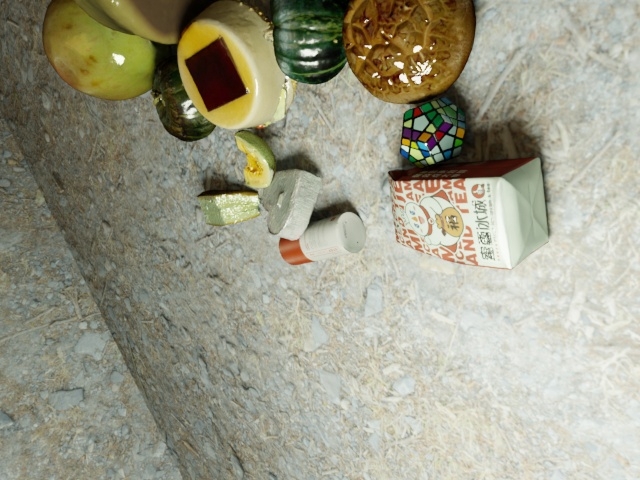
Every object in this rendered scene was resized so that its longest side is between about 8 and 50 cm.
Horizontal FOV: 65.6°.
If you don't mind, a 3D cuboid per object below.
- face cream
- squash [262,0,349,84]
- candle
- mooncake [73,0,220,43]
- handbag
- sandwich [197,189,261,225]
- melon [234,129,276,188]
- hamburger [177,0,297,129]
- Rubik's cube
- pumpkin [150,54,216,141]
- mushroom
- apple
[{"bbox_3d":[0.000,0.000,1.198,0.214,0.096,0.095,-15,94,46],"label":"face cream"},{"bbox_3d":[-0.021,-0.423,0.995,0.218,0.173,0.218,178,90,-70],"label":"squash"},{"bbox_3d":[-0.071,-0.105,1.203,0.168,0.068,0.192,-45,43,31],"label":"candle"},{"bbox_3d":[-0.384,-0.659,1.118,0.246,0.394,0.392,32,124,34],"label":"mooncake"},{"bbox_3d":[0.242,-0.051,0.913,0.298,0.151,0.170,3,112,47],"label":"handbag"},{"bbox_3d":[-0.283,-0.098,1.441,0.258,0.096,0.094,3,112,46],"label":"sandwich"},{"bbox_3d":[-0.146,-0.198,1.222,0.128,0.079,0.160,34,148,27],"label":"melon"},{"bbox_3d":[-0.194,-0.403,1.162,0.302,0.170,0.301,23,133,27],"label":"hamburger"},{"bbox_3d":[0.205,-0.196,0.910,0.133,0.133,0.111,-13,99,45],"label":"Rubik's cube"},{"bbox_3d":[-0.371,-0.380,1.343,0.238,0.159,0.237,165,90,-73],"label":"pumpkin"},{"bbox_3d":[0.154,-0.368,0.889,0.253,0.153,0.253,14,118,29],"label":"mushroom"},{"bbox_3d":[-0.590,-0.570,1.404,0.305,0.338,0.338,-5,101,30],"label":"apple"}]
